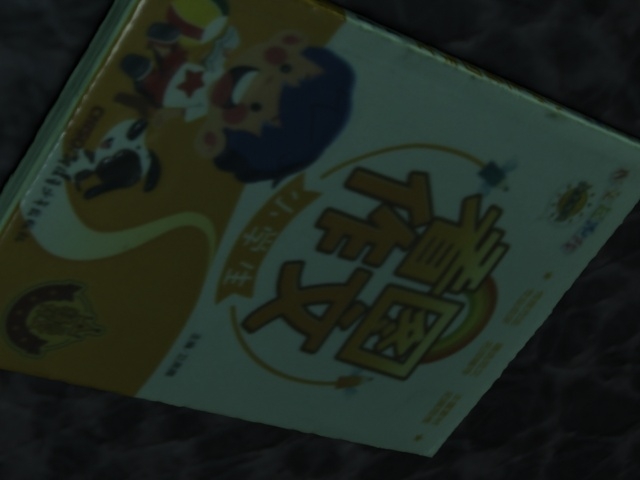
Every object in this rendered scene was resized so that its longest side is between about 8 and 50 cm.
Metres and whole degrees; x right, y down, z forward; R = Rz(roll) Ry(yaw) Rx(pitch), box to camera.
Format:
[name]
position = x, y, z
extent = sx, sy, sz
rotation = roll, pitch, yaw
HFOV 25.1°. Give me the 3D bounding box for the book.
[book]
position = 0.000, 0.000, 0.647
extent = 0.295, 0.020, 0.208
rotation = 17, 118, -37
